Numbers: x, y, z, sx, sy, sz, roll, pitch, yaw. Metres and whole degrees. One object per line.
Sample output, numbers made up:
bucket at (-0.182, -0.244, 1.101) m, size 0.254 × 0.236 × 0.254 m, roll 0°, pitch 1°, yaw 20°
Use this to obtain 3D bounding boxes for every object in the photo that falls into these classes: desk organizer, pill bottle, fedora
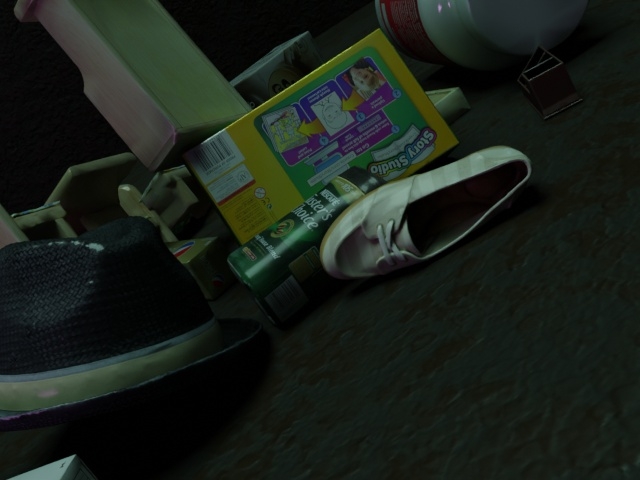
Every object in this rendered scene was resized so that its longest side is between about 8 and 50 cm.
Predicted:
desk organizer at (0.266, -0.192, 0.892) m, size 0.047 × 0.050 × 0.130 m, roll -27°, pitch 19°, yaw 14°
pill bottle at (0.235, -0.379, 1.138) m, size 0.229 × 0.229 × 0.408 m, roll -32°, pitch 19°, yaw 1°
fedora at (-0.224, 0.063, 0.726) m, size 0.334 × 0.152 × 0.334 m, roll -13°, pitch 5°, yaw 1°

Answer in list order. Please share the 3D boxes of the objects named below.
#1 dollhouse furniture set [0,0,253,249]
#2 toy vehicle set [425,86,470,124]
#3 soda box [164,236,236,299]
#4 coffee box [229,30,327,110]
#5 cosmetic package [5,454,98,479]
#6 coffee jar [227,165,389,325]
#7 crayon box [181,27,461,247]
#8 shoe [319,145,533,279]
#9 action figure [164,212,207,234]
dollhouse furniture set at (-0.314, -0.113, 0.982) m, size 0.394 × 0.256 × 0.362 m, roll -44°, pitch -8°, yaw 32°
toy vehicle set at (0.067, -0.130, 1.075) m, size 0.267 × 0.035 × 0.166 m, roll -37°, pitch 19°, yaw -15°
soda box at (-0.181, 0.038, 1.000) m, size 0.058 × 0.061 × 0.181 m, roll -44°, pitch 22°, yaw -30°
coffee box at (-0.097, -0.266, 1.480) m, size 0.119 × 0.168 × 0.297 m, roll -12°, pitch 27°, yaw 46°
cosmetic package at (-0.244, 0.237, 0.535) m, size 0.239 × 0.099 × 0.060 m, roll -25°, pitch 19°, yaw 23°
coffee jar at (0.000, 0.000, 0.770) m, size 0.184 × 0.079 × 0.096 m, roll -36°, pitch 27°, yaw -9°
crayon box at (0.001, -0.099, 0.873) m, size 0.278 × 0.165 × 0.081 m, roll -33°, pitch -4°, yaw -5°
shoe at (0.097, -0.026, 0.696) m, size 0.219 × 0.076 × 0.058 m, roll -29°, pitch 14°, yaw 4°
action figure at (-0.252, -0.055, 1.351) m, size 0.137 × 0.063 × 0.232 m, roll -28°, pitch 15°, yaw 6°
